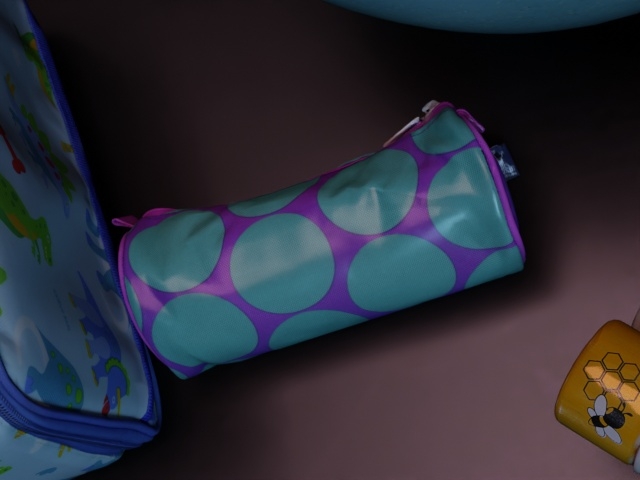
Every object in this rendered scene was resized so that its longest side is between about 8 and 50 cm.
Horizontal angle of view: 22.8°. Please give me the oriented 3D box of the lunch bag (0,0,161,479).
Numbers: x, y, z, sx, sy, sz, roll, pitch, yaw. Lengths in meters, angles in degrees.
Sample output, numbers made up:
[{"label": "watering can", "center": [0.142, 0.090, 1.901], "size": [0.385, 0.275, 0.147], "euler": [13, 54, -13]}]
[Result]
[{"label": "lunch bag", "center": [-0.140, -0.014, 0.591], "size": [0.090, 0.176, 0.219], "euler": [-22, 72, 7]}]

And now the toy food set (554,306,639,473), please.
[{"label": "toy food set", "center": [0.182, -0.013, 0.512], "size": [0.104, 0.111, 0.232], "euler": [31, 93, 22]}]

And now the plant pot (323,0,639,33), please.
[{"label": "plant pot", "center": [0.077, -0.187, 0.538], "size": [0.290, 0.195, 0.290], "euler": [-8, 70, 24]}]

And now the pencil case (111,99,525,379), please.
[{"label": "pencil case", "center": [0.000, 0.000, 0.597], "size": [0.152, 0.064, 0.070], "euler": [-19, 87, 13]}]
